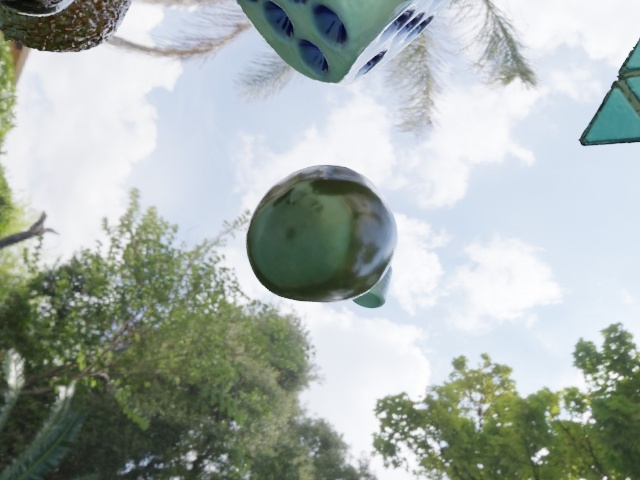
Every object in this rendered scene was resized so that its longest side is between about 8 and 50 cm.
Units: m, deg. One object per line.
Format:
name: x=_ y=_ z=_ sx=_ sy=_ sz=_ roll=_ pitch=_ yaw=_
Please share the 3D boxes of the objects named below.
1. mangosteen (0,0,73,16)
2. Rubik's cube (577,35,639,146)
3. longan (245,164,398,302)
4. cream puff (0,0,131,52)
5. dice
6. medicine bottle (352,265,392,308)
mangosteen: x=-0.367 y=-0.364 z=0.658 sx=0.153 sy=0.153 sz=0.152 roll=0 pitch=-90 yaw=43
Rubik's cube: x=0.403 y=-0.139 z=0.515 sx=0.178 sy=0.190 sz=0.211 roll=33 pitch=-77 yaw=34
longan: x=0.000 y=0.000 z=0.855 sx=0.248 sy=0.248 sz=0.248 roll=0 pitch=-90 yaw=43
cream puff: x=-0.459 y=-0.459 z=0.873 sx=0.303 sy=0.303 sz=0.212 roll=-62 pitch=-158 yaw=24
dice: x=0.039 y=-0.384 z=0.729 sx=0.259 sy=0.251 sz=0.243 roll=48 pitch=-19 yaw=1
medicine bottle: x=0.114 y=0.075 z=1.146 sx=0.080 sy=0.080 sz=0.130 roll=-21 pitch=-141 yaw=41
